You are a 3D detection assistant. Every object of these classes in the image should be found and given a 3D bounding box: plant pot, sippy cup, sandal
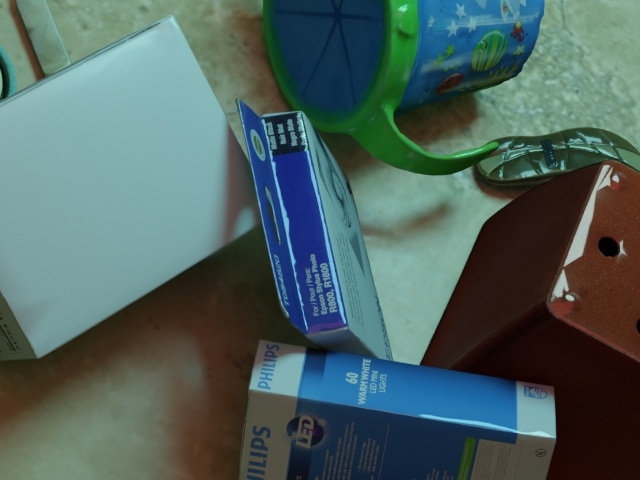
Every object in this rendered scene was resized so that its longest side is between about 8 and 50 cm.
[{"bbox_3d":[0.266,0.085,1.408,0.267,0.236,0.267,28,59,-1],"label":"plant pot"},{"bbox_3d":[0.094,-0.232,1.542,0.224,0.240,0.306,-8,109,-32],"label":"sippy cup"},{"bbox_3d":[0.252,-0.077,1.602,0.180,0.049,0.072,-3,58,-2],"label":"sandal"}]

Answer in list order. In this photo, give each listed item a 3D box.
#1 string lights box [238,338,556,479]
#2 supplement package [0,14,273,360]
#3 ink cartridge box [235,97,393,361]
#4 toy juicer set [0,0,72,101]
[{"bbox_3d":[0.063,0.178,1.318,0.259,0.133,0.077,10,34,1],"label":"string lights box"},{"bbox_3d":[-0.213,-0.043,1.341,0.262,0.145,0.204,-32,100,-28],"label":"supplement package"},{"bbox_3d":[0.000,0.000,1.387,0.045,0.224,0.223,-18,66,12],"label":"ink cartridge box"},{"bbox_3d":[-0.327,-0.120,1.417,0.329,0.089,0.209,-37,78,-30],"label":"toy juicer set"}]
